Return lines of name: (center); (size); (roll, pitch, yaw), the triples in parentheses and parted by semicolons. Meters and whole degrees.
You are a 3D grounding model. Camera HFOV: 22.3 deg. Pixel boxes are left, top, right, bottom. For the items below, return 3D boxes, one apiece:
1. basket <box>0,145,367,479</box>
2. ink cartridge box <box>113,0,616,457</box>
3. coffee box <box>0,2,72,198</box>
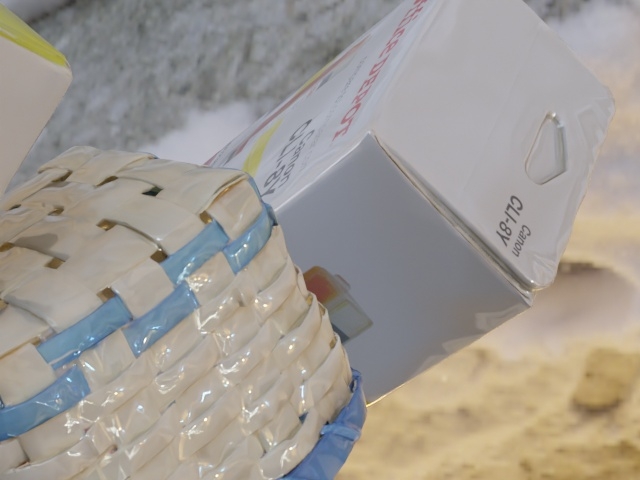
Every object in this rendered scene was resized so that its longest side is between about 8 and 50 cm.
basket: (-0.094, 0.115, 0.762); (0.201, 0.255, 0.289); (7, 122, 41)
ink cartridge box: (0.000, 0.000, 1.179); (0.160, 0.279, 0.385); (45, 127, -13)
coffee box: (-0.367, -0.052, 0.599); (0.338, 0.338, 0.334); (26, 99, -48)
